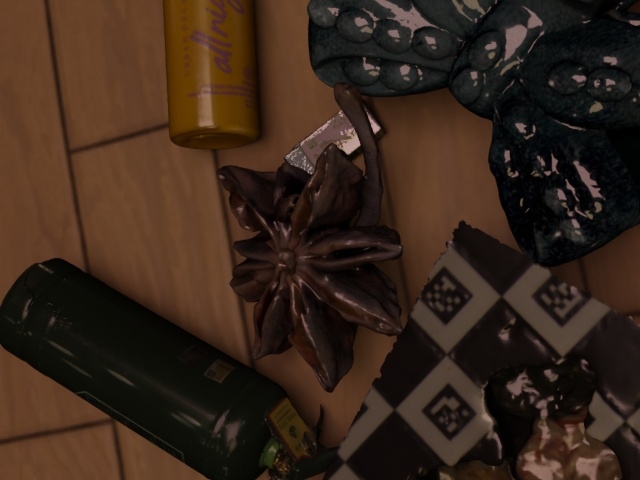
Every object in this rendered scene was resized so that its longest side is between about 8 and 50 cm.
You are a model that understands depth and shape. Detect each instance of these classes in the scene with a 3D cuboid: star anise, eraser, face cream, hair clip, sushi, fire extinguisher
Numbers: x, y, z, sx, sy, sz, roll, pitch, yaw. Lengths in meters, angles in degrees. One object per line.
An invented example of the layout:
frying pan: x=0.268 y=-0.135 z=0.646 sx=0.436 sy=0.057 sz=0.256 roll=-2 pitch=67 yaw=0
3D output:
star anise: x=0.001 y=-0.001 z=1.019 sx=0.209 sy=0.089 sz=0.231 roll=53 pitch=124 yaw=19
eraser: x=0.012 y=-0.080 z=1.091 sx=0.083 sy=0.019 sz=0.038 roll=-38 pitch=75 yaw=12
face cream: x=-0.097 y=-0.219 z=1.113 sx=0.078 sy=0.078 sz=0.273 roll=-6 pitch=82 yaw=18
hair clip: x=0.148 y=-0.141 z=0.969 sx=0.310 sy=0.194 sz=0.206 roll=43 pitch=126 yaw=16
sushi: x=0.183 y=0.194 z=0.977 sx=0.339 sy=0.069 sz=0.320 roll=30 pitch=108 yaw=20
fire extinguisher: x=-0.117 y=0.120 z=1.076 sx=0.311 sy=0.114 sz=0.095 roll=29 pitch=133 yaw=21
